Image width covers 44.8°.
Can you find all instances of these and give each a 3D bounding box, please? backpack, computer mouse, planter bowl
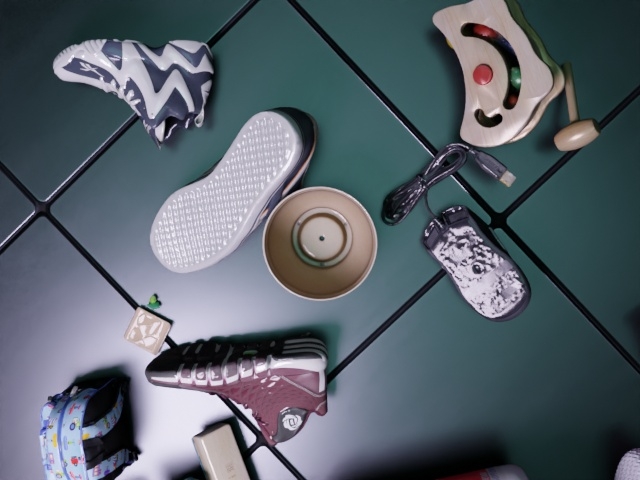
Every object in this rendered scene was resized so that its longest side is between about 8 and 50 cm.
[{"bbox_3d":[-0.351,0.294,1.142,0.117,0.173,0.158,-6,94,2],"label":"backpack"},{"bbox_3d":[0.236,-0.020,1.151,0.262,0.060,0.184,45,110,8],"label":"computer mouse"},{"bbox_3d":[0.000,0.000,1.142,0.162,0.109,0.162,0,95,1],"label":"planter bowl"}]

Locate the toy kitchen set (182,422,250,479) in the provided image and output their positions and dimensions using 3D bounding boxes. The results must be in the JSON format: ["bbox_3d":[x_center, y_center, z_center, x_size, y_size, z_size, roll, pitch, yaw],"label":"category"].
[{"bbox_3d":[-0.242,0.378,1.201,0.207,0.166,0.122,-21,94,-33],"label":"toy kitchen set"}]

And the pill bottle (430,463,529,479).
[{"bbox_3d":[0.117,0.473,1.108,0.408,0.229,0.229,-13,93,3],"label":"pill bottle"}]

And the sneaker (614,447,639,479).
[{"bbox_3d":[0.573,0.456,1.141,0.210,0.137,0.365,-16,98,2],"label":"sneaker"}]

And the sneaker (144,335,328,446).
[{"bbox_3d":[-0.120,0.241,1.170,0.281,0.106,0.162,-5,107,11],"label":"sneaker"}]

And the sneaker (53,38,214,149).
[{"bbox_3d":[-0.275,-0.210,1.147,0.235,0.094,0.153,-2,85,-8],"label":"sneaker"}]

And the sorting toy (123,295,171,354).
[{"bbox_3d":[-0.263,0.129,1.209,0.062,0.012,0.083,28,97,5],"label":"sorting toy"}]

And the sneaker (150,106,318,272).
[{"bbox_3d":[-0.117,-0.070,1.146,0.321,0.127,0.126,-40,86,29],"label":"sneaker"}]

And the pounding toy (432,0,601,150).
[{"bbox_3d":[0.276,-0.227,1.140,0.154,0.155,0.269,-35,82,32],"label":"pounding toy"}]

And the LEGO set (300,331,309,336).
[{"bbox_3d":[-0.025,0.178,1.202,0.054,0.023,0.083,31,107,2],"label":"LEGO set"}]
